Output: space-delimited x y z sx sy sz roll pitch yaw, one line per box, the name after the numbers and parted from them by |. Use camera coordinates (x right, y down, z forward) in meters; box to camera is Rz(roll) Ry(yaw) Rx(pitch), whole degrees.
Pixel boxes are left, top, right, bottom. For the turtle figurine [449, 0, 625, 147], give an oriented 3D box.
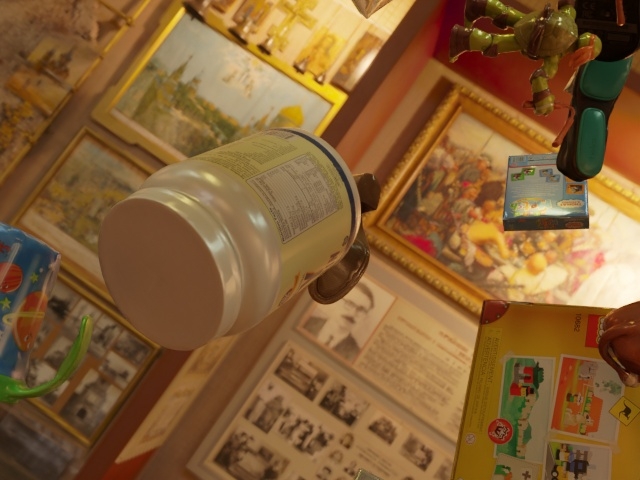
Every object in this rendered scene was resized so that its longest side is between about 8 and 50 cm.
0.296 -0.275 0.947 0.217 0.269 0.087 17 -7 22 | turtle figurine

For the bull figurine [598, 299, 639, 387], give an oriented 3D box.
0.470 0.100 0.753 0.310 0.101 0.188 -9 -33 14 | bull figurine

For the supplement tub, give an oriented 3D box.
-0.112 -0.012 0.923 0.235 0.235 0.325 33 34 16 | supplement tub

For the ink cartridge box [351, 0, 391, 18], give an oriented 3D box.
0.124 -0.382 0.651 0.130 0.309 0.272 59 13 1 | ink cartridge box

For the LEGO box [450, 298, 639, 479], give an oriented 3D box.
0.478 0.381 1.296 0.372 0.500 0.193 1 -26 35 | LEGO box

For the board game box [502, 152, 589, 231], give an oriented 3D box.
0.458 -0.102 1.364 0.160 0.211 0.039 -1 -49 21 | board game box

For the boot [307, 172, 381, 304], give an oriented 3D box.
0.000 0.000 1.340 0.109 0.283 0.220 25 -20 -27 | boot

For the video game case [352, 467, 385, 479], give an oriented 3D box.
0.100 0.408 0.816 0.212 0.193 0.023 24 -43 15 | video game case

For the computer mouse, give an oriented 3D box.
0.465 -0.395 1.042 0.188 0.072 0.272 18 -24 23 | computer mouse

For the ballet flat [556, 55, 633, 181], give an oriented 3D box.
0.480 -0.246 1.215 0.095 0.280 0.096 15 2 -15 | ballet flat

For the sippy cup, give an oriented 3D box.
-0.492 0.086 0.953 0.305 0.224 0.240 33 -22 -35 | sippy cup
